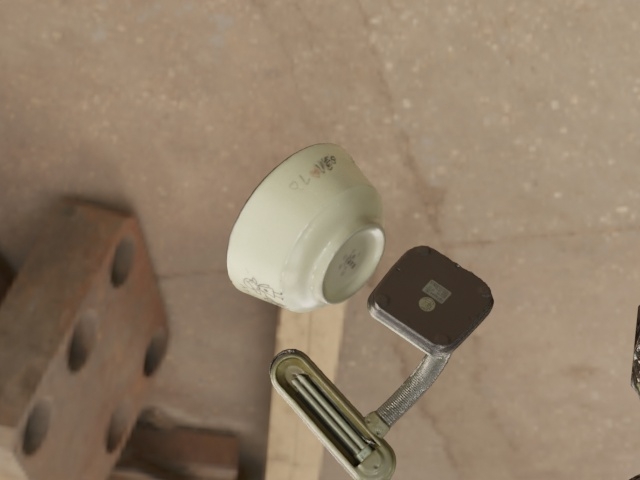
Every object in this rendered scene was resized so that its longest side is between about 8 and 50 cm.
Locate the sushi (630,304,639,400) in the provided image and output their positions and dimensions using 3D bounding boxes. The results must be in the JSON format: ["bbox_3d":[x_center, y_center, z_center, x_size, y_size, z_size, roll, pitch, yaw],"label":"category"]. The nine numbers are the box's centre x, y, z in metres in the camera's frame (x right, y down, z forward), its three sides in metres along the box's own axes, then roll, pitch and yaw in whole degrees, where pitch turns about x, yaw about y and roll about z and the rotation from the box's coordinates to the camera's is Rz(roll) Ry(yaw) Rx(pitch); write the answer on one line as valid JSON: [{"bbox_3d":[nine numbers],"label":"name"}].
[{"bbox_3d":[0.524,0.188,1.707,0.216,0.227,0.212,5,146,16],"label":"sushi"}]

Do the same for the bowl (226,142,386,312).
[{"bbox_3d":[0.000,0.000,1.695,0.126,0.238,0.237,36,160,30],"label":"bowl"}]

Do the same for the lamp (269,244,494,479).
[{"bbox_3d":[0.061,0.119,1.479,0.203,0.124,0.283,36,132,15],"label":"lamp"}]

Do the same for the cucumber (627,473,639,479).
[{"bbox_3d":[0.204,0.225,0.948,0.081,0.072,0.303,9,149,-36],"label":"cucumber"}]
